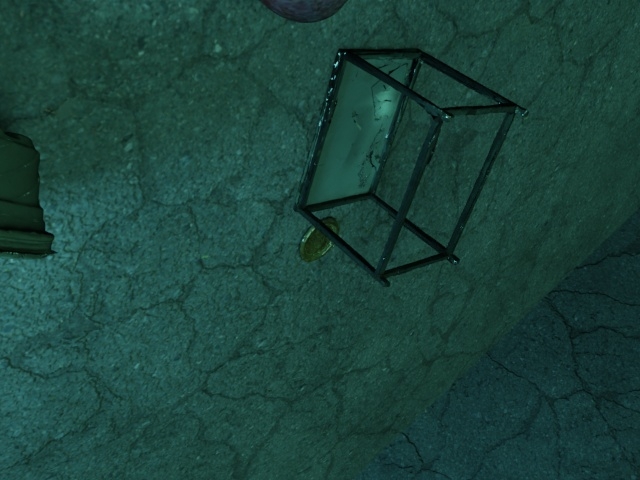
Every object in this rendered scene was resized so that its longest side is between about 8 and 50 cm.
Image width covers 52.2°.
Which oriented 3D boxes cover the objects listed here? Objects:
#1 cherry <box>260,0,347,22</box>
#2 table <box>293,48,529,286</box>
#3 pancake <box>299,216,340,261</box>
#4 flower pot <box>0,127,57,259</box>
[{"bbox_3d":[-0.021,-0.391,0.871,0.250,0.175,0.192,82,30,-64],"label":"cherry"},{"bbox_3d":[0.151,-0.140,1.202,0.222,0.272,0.335,-13,132,-39],"label":"table"},{"bbox_3d":[-0.001,-0.001,1.404,0.114,0.011,0.115,-29,143,-25],"label":"pancake"},{"bbox_3d":[-0.411,-0.066,0.748,0.235,0.235,0.141,16,86,-53],"label":"flower pot"}]
